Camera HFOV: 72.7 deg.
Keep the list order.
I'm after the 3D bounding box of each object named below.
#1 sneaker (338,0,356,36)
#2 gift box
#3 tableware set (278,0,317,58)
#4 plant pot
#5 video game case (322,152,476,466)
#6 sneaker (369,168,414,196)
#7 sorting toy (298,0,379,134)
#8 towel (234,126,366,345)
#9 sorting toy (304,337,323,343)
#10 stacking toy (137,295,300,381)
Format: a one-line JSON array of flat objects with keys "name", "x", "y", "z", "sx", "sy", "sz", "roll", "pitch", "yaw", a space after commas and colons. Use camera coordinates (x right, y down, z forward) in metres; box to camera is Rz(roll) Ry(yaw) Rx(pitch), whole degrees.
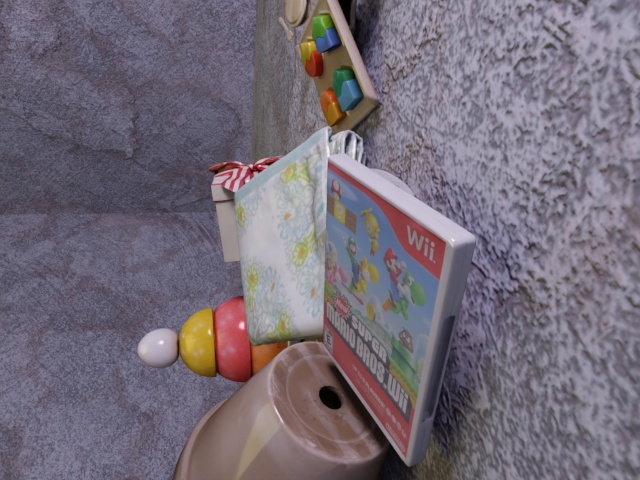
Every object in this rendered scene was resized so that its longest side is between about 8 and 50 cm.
[{"name": "sneaker", "x": 0.029, "y": -0.415, "z": 0.726, "sx": 0.084, "sy": 0.069, "sz": 0.186, "roll": 159, "pitch": 101, "yaw": -77}, {"name": "gift box", "x": -0.168, "y": -0.099, "z": 1.230, "sx": 0.276, "sy": 0.254, "sz": 0.258, "roll": -129, "pitch": 32, "yaw": -67}, {"name": "tableware set", "x": -0.023, "y": -0.474, "z": 0.941, "sx": 0.194, "sy": 0.039, "sz": 0.128, "roll": 64, "pitch": 143, "yaw": 25}, {"name": "plant pot", "x": -0.035, "y": 0.315, "z": 0.660, "sx": 0.323, "sy": 0.322, "sz": 0.281, "roll": -109, "pitch": 38, "yaw": -52}, {"name": "video game case", "x": 0.060, "y": 0.074, "z": 0.472, "sx": 0.204, "sy": 0.025, "sz": 0.285, "roll": 46, "pitch": 142, "yaw": 49}, {"name": "sneaker", "x": 0.077, "y": 0.011, "z": 0.527, "sx": 0.217, "sy": 0.079, "sz": 0.121, "roll": -110, "pitch": 24, "yaw": -50}, {"name": "sorting toy", "x": 0.017, "y": -0.277, "z": 0.713, "sx": 0.193, "sy": 0.038, "sz": 0.208, "roll": 67, "pitch": 168, "yaw": -2}, {"name": "towel", "x": -0.046, "y": 0.014, "z": 0.774, "sx": 0.374, "sy": 0.090, "sz": 0.321, "roll": -24, "pitch": 67, "yaw": 51}, {"name": "sorting toy", "x": 0.028, "y": 0.216, "z": 0.871, "sx": 0.307, "sy": 0.041, "sz": 0.229, "roll": 113, "pitch": 152, "yaw": -52}, {"name": "stacking toy", "x": -0.310, "y": 0.303, "z": 1.347, "sx": 0.350, "sy": 0.479, "sz": 0.351, "roll": 179, "pitch": 90, "yaw": -77}]
